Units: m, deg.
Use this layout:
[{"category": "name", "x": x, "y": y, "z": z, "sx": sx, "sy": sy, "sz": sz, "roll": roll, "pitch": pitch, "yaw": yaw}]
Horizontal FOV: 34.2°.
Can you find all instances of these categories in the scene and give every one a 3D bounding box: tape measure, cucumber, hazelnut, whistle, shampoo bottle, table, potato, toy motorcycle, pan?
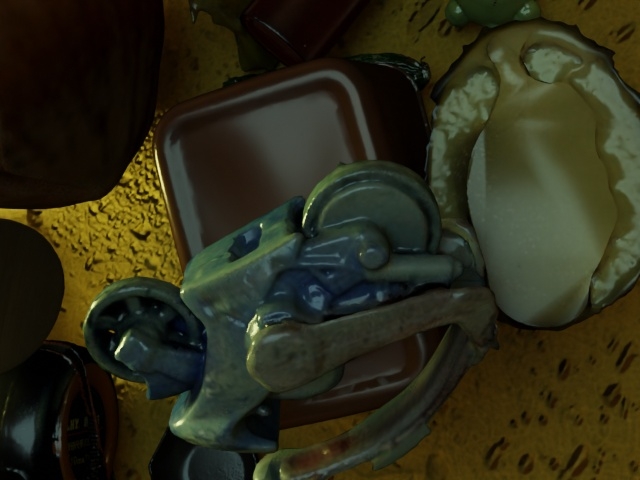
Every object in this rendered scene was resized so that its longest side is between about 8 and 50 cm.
[{"category": "tape measure", "x": -0.306, "y": 0.222, "z": 1.157, "sx": 0.135, "sy": 0.202, "sz": 0.223, "roll": -1, "pitch": 87, "yaw": 13}, {"category": "cucumber", "x": -0.002, "y": -0.169, "z": 1.185, "sx": 0.265, "sy": 0.077, "sz": 0.077, "roll": -9, "pitch": 79, "yaw": 14}, {"category": "hazelnut", "x": -0.344, "y": -0.208, "z": 1.126, "sx": 0.359, "sy": 0.409, "sz": 0.359, "roll": 11, "pitch": 122, "yaw": 18}, {"category": "whistle", "x": 0.195, "y": -0.329, "z": 1.136, "sx": 0.105, "sy": 0.085, "sz": 0.228, "roll": 4, "pitch": 85, "yaw": 18}, {"category": "shampoo bottle", "x": 0.027, "y": -0.311, "z": 1.162, "sx": 0.102, "sy": 0.064, "sz": 0.260, "roll": 37, "pitch": 77, "yaw": -1}, {"category": "table", "x": -0.410, "y": 0.034, "z": 1.133, "sx": 0.226, "sy": 0.167, "sz": 0.167, "roll": 19, "pitch": 88, "yaw": 43}, {"category": "potato", "x": 0.221, "y": -0.062, "z": 1.021, "sx": 0.242, "sy": 0.242, "sz": 0.286, "roll": -20, "pitch": 84, "yaw": 14}, {"category": "toy motorcycle", "x": -0.013, "y": 0.088, "z": 0.837, "sx": 0.319, "sy": 0.182, "sz": 0.241, "roll": -26, "pitch": 87, "yaw": 14}, {"category": "pan", "x": -0.115, "y": 0.298, "z": 1.164, "sx": 0.128, "sy": 0.048, "sz": 0.202, "roll": -18, "pitch": 75, "yaw": 16}]

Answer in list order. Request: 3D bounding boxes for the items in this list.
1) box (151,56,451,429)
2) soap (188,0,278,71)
[{"category": "box", "x": 0.000, "y": 0.000, "z": 1.041, "sx": 0.239, "sy": 0.229, "sz": 0.340, "roll": -15, "pitch": 90, "yaw": 16}, {"category": "soap", "x": -0.008, "y": -0.397, "z": 1.170, "sx": 0.304, "sy": 0.169, "sz": 0.339, "roll": -16, "pitch": 78, "yaw": 26}]
